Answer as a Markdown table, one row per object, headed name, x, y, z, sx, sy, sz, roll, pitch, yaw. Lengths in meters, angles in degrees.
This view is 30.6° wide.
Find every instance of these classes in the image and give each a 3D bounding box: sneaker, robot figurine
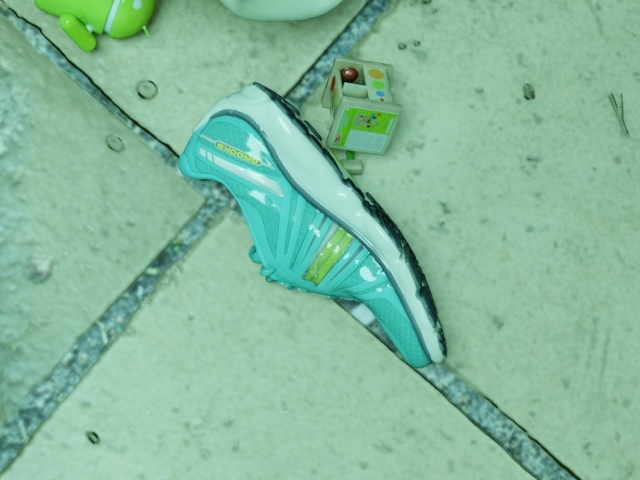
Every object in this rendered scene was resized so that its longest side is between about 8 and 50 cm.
| name | x | y | z | sx | sy | sz | roll | pitch | yaw |
| --- | --- | --- | --- | --- | --- | --- | --- | --- | --- |
| sneaker | 0.000 | 0.000 | 0.947 | 0.110 | 0.107 | 0.275 | -41 | 96 | 9 |
| robot figurine | -0.183 | -0.203 | 0.936 | 0.115 | 0.067 | 0.101 | 21 | 73 | -12 |

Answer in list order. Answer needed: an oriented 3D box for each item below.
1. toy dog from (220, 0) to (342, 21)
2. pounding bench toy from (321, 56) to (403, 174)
| name | x | y | z | sx | sy | sz | roll | pitch | yaw |
| --- | --- | --- | --- | --- | --- | --- | --- | --- | --- |
| toy dog | -0.172 | -0.357 | 0.856 | 0.395 | 0.284 | 0.408 | -29 | 59 | -36 |
| pounding bench toy | 0.029 | -0.105 | 0.990 | 0.052 | 0.083 | 0.065 | 7 | 45 | -14 |
